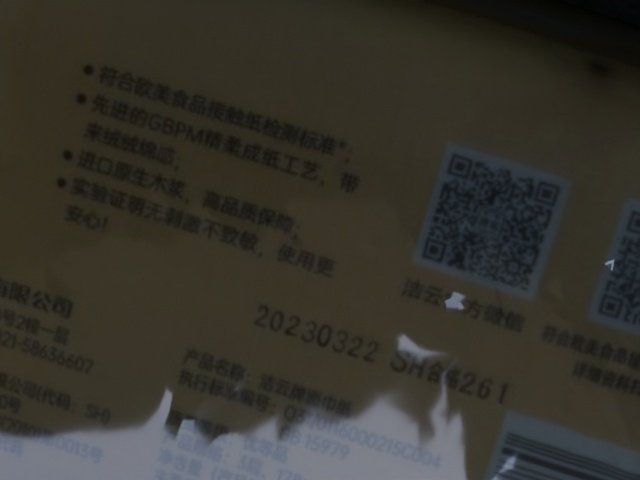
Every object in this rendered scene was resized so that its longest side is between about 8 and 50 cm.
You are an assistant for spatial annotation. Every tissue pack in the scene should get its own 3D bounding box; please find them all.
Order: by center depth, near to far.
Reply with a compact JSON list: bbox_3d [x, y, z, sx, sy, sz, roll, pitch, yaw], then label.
[{"bbox_3d":[0.000,0.000,0.541,0.305,0.238,0.238,19,152,6],"label":"tissue pack"}]
